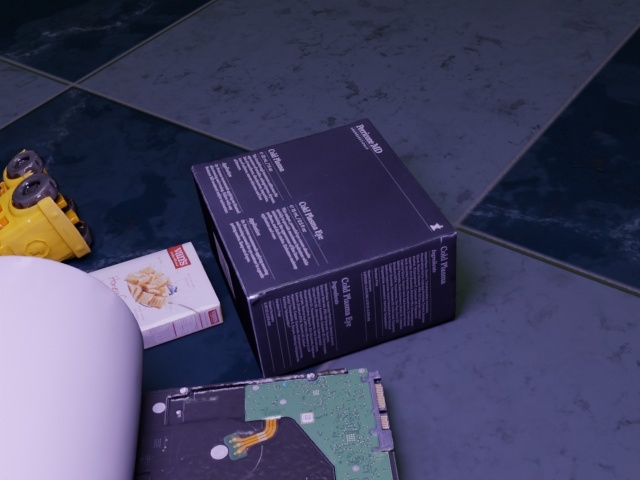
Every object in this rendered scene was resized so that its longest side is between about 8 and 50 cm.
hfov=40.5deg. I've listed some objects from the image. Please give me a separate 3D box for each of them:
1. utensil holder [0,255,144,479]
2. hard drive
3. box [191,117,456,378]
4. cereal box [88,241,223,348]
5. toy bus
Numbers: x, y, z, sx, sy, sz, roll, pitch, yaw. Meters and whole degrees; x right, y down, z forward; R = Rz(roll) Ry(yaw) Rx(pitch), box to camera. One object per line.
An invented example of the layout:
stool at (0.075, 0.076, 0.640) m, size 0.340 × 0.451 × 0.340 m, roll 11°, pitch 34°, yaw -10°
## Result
utensil holder at (-0.370, 0.252, 0.999) m, size 0.327 × 0.328 × 0.385 m, roll -7°, pitch 36°, yaw 0°
hard drive at (-0.075, 0.283, 1.116) m, size 0.338 × 0.064 × 0.237 m, roll -8°, pitch 40°, yaw 0°
box at (0.000, 0.000, 1.352) m, size 0.312 × 0.179 × 0.343 m, roll -17°, pitch 41°, yaw -11°
cereal box at (-0.292, 0.099, 1.375) m, size 0.240 × 0.047 × 0.173 m, roll -19°, pitch 42°, yaw -14°
toy bus at (-0.528, -0.026, 1.502) m, size 0.211 × 0.149 × 0.220 m, roll -34°, pitch 43°, yaw -7°
